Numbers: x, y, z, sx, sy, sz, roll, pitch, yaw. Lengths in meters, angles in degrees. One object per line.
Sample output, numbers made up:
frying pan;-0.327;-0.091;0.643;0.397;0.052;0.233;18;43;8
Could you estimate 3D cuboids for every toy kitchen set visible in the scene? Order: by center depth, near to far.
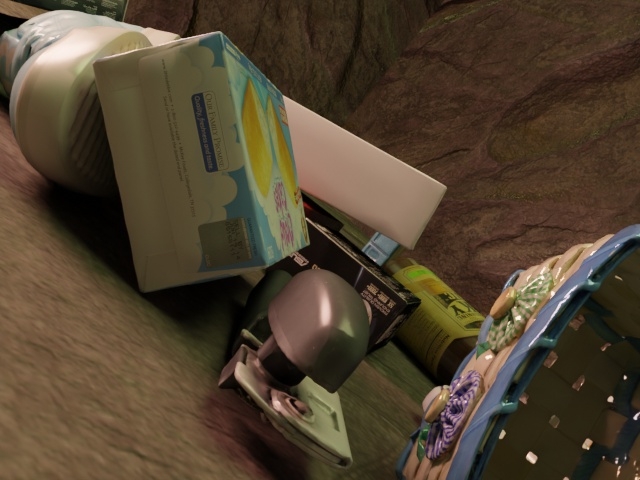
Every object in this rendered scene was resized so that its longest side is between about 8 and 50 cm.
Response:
toy kitchen set;0.138;0.063;1.292;0.207;0.122;0.166;41;5;24

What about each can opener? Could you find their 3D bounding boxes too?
can opener;-0.006;0.056;0.481;0.076;0.095;0.283;39;5;-7

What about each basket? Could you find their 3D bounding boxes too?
basket;0.176;0.123;0.389;0.201;0.254;0.289;39;-14;-18

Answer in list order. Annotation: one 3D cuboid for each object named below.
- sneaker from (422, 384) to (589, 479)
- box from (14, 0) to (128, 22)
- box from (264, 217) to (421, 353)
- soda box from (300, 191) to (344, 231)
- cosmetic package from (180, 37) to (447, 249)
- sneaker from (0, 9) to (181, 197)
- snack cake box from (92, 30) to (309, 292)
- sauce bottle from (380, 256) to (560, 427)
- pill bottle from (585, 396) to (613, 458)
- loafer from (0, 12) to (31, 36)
sneaker;0.197;0.205;0.645;0.258;0.091;0.094;43;7;40
box;-0.331;-0.271;0.729;0.175;0.051;0.220;23;14;28
box;0.034;0.055;0.873;0.147;0.077;0.180;40;5;12
soda box;-0.051;-0.025;0.941;0.092;0.083;0.263;38;5;14
cosmetic package;-0.025;-0.120;1.001;0.377;0.097;0.284;30;5;2
sneaker;-0.217;-0.127;0.628;0.150;0.135;0.366;9;14;-5
snack cake box;-0.075;-0.053;0.582;0.264;0.089;0.152;-32;110;-84
sauce bottle;0.195;0.150;1.011;0.111;0.111;0.344;34;7;-46
pill bottle;0.347;0.283;0.685;0.272;0.152;0.152;42;6;29
loafer;-0.306;-0.216;0.823;0.076;0.078;0.223;42;7;40
